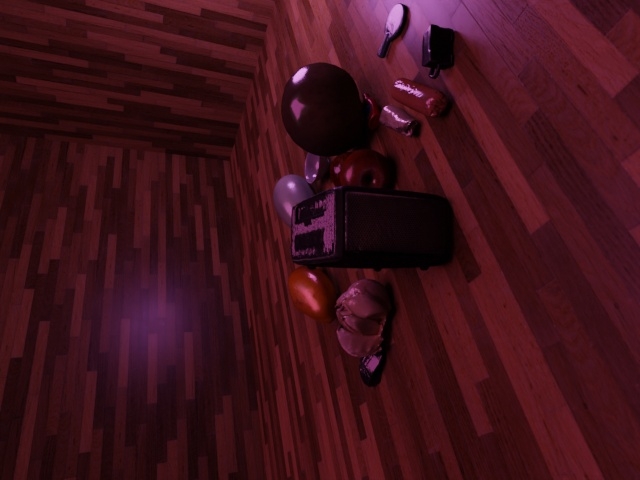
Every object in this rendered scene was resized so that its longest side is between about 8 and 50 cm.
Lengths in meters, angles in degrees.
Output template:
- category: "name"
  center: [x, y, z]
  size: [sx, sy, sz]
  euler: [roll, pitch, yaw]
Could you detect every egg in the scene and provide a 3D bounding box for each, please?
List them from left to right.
- category: "egg"
  center: [-0.121, -0.190, 2.217]
  size: [0.370, 0.230, 0.229]
  euler: [66, 145, 36]

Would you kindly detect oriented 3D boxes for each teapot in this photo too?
- category: "teapot"
  center: [0.361, -0.601, 1.359]
  size: [0.096, 0.087, 0.177]
  euler: [170, 101, -70]

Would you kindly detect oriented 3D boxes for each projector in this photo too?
- category: "projector"
  center: [0.143, -0.021, 1.387]
  size: [0.395, 0.406, 0.241]
  euler: [172, 100, -66]

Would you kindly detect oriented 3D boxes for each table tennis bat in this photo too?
- category: "table tennis bat"
  center: [0.273, -0.807, 1.644]
  size: [0.201, 0.033, 0.124]
  euler: [-66, 30, 30]

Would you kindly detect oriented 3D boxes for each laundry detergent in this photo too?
- category: "laundry detergent"
  center: [0.204, -0.538, 1.751]
  size: [0.097, 0.049, 0.165]
  euler: [112, 153, -51]

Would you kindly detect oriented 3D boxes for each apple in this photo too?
- category: "apple"
  center: [0.170, -0.248, 1.626]
  size: [0.162, 0.201, 0.201]
  euler: [-118, 36, -70]

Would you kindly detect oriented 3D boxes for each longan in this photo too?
- category: "longan"
  center: [0.013, -0.543, 1.778]
  size: [0.336, 0.405, 0.404]
  euler: [-37, 54, 45]

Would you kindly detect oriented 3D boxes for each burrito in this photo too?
- category: "burrito"
  center: [0.284, -0.430, 1.538]
  size: [0.226, 0.061, 0.086]
  euler: [-123, 37, -54]

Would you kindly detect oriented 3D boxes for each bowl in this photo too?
- category: "bowl"
  center: [-0.008, -0.379, 2.160]
  size: [0.189, 0.086, 0.188]
  euler: [-176, 90, -65]

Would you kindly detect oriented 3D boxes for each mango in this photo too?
- category: "mango"
  center: [-0.032, 0.258, 2.026]
  size: [0.350, 0.201, 0.198]
  euler: [48, 148, 47]

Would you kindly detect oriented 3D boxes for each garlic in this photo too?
- category: "garlic"
  center: [0.147, 0.276, 1.604]
  size: [0.184, 0.203, 0.280]
  euler: [-106, 28, -73]

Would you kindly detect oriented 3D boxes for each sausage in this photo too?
- category: "sausage"
  center: [0.324, -0.481, 1.425]
  size: [0.289, 0.086, 0.086]
  euler: [-126, 44, -53]

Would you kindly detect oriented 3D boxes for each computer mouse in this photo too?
- category: "computer mouse"
  center: [0.191, 0.484, 1.649]
  size: [0.106, 0.062, 0.192]
  euler: [-131, 47, -57]

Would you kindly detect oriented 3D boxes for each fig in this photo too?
- category: "fig"
  center: [0.119, -0.300, 1.798]
  size: [0.207, 0.175, 0.175]
  euler: [-88, 15, -57]

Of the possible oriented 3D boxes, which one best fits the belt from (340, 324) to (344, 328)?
- category: "belt"
  center: [0.128, 0.369, 1.781]
  size: [0.121, 0.079, 0.151]
  euler: [-120, 39, -50]
